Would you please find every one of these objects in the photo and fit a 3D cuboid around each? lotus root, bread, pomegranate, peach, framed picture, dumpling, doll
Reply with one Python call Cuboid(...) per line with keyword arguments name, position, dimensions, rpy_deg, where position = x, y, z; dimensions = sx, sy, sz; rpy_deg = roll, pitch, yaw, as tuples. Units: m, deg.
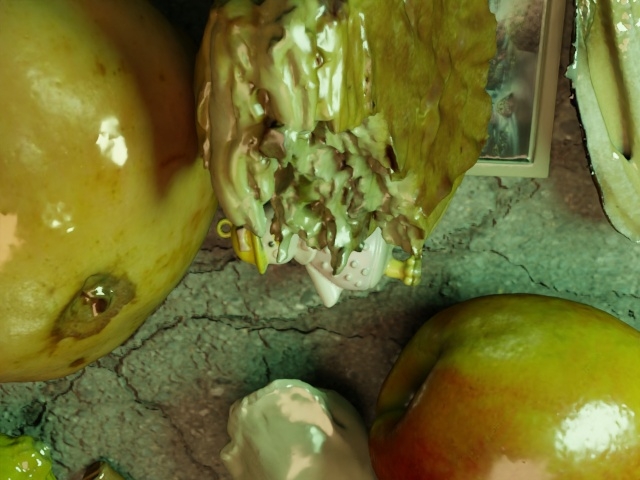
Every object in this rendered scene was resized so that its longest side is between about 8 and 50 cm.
Cuboid(name="lotus root", position=(0.297, -0.152, 1.616), dimensions=(0.167, 0.078, 0.329), rpy_deg=(-21, 121, -8))
Cuboid(name="bread", position=(0.004, -0.129, 1.478), dimensions=(0.192, 0.370, 0.314), rpy_deg=(14, 125, 23))
Cuboid(name="pomegranate", position=(-0.284, -0.072, 1.525), dimensions=(0.411, 0.411, 0.411), rpy_deg=(1, 123, 2))
Cuboid(name="peach", position=(0.220, 0.202, 1.725), dimensions=(0.332, 0.308, 0.308), rpy_deg=(16, 122, -16))
Cuboid(name="framed picture", position=(0.109, -0.203, 1.618), dimensions=(0.241, 0.020, 0.324), rpy_deg=(4, 123, 1))
Cuboid(name="dumpling", position=(-0.023, 0.231, 1.842), dimensions=(0.162, 0.132, 0.250), rpy_deg=(-21, 135, 5))
Cuboid(name="doll", position=(0.000, 0.000, 1.718), dimensions=(0.207, 0.081, 0.129), rpy_deg=(8, 92, 1))

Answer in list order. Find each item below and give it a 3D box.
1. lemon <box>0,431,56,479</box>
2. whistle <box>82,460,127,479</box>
Cuboid(name="lemon", position=(-0.372, 0.299, 1.867), dimensions=(0.184, 0.184, 0.248), rpy_deg=(32, 120, -17))
Cuboid(name="whistle", position=(-0.180, 0.328, 1.954), dimensions=(0.107, 0.057, 0.220), rpy_deg=(-31, 113, 35))
